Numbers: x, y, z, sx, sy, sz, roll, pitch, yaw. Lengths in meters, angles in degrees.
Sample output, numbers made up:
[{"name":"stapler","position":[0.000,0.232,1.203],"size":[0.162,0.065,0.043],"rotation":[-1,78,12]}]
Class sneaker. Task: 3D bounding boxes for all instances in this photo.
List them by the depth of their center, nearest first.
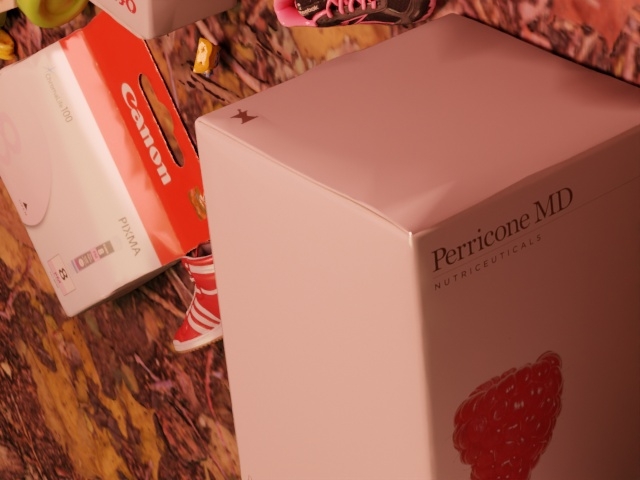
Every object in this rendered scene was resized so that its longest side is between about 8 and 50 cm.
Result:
[{"name":"sneaker","position":[0.016,-0.135,1.099],"size":[0.119,0.057,0.047],"rotation":[0,110,57]},{"name":"sneaker","position":[-0.079,0.037,1.396],"size":[0.118,0.042,0.067],"rotation":[-29,90,53]}]

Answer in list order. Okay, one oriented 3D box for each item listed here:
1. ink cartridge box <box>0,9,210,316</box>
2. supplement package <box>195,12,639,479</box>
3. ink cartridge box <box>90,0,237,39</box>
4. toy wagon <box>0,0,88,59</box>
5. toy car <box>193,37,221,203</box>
[{"name":"ink cartridge box","position":[-0.170,-0.056,1.466],"size":[0.189,0.066,0.232],"rotation":[65,155,2]},{"name":"supplement package","position":[0.067,0.061,1.037],"size":[0.175,0.177,0.293],"rotation":[30,136,46]},{"name":"ink cartridge box","position":[-0.114,-0.232,1.221],"size":[0.127,0.072,0.175],"rotation":[39,141,37]},{"name":"toy wagon","position":[-0.261,-0.263,1.443],"size":[0.267,0.068,0.344],"rotation":[47,146,30]},{"name":"toy car","position":[-0.047,-0.072,1.289],"size":[0.040,0.060,0.122],"rotation":[-23,-69,-77]}]
